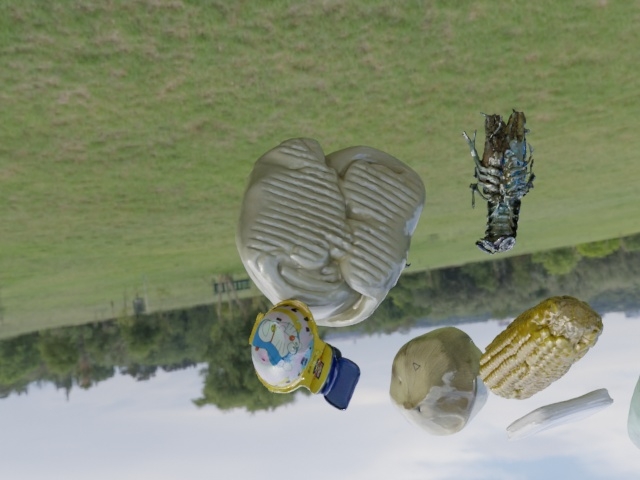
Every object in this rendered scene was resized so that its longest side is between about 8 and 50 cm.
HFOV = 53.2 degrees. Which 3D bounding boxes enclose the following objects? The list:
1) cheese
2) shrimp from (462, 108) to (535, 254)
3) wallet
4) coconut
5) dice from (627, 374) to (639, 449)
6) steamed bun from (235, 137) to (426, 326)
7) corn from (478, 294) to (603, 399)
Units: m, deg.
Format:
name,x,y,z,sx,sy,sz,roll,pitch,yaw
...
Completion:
name,x,y,z,sx,sy,sz,roll,pitch,yaw
cheese,-0.034,0.181,1.018,0.250,0.157,0.064,22,-177,42
shrimp,0.197,-0.064,0.716,0.082,0.174,0.076,2,162,22
wallet,0.386,0.276,1.022,0.190,0.033,0.095,-5,150,-30
coconut,0.235,0.283,1.284,0.224,0.224,0.224,-8,175,-1
dice,0.804,0.344,1.295,0.264,0.268,0.262,18,158,41
steamed bun,0.000,0.000,1.223,0.342,0.368,0.255,21,146,1
corn,0.278,0.144,0.830,0.097,0.097,0.262,-7,154,-10
